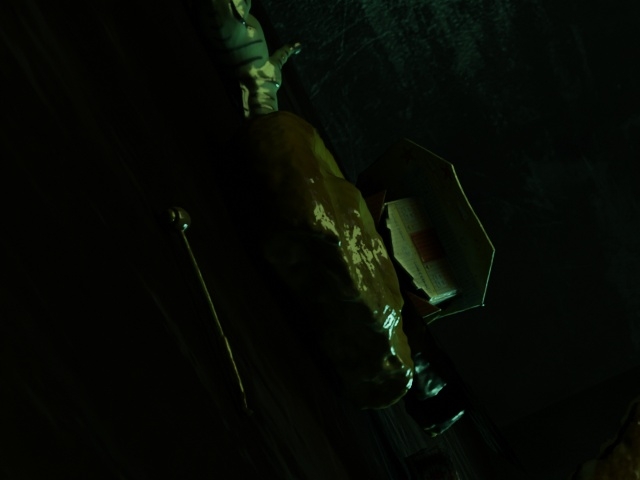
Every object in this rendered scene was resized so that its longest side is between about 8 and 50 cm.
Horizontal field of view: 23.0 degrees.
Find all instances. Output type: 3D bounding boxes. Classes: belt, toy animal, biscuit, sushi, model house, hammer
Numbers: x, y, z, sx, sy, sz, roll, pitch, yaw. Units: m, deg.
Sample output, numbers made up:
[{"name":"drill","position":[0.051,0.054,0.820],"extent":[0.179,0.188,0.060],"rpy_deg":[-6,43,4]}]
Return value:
[{"name":"belt","position":[0.147,0.313,1.557],"extent":[0.071,0.053,0.232],"rpy_deg":[75,-9,-75]},{"name":"toy animal","position":[-0.077,-0.193,1.602],"extent":[0.217,0.073,0.176],"rpy_deg":[59,21,-24]},{"name":"biscuit","position":[0.001,-0.001,1.297],"extent":[0.274,0.091,0.213],"rpy_deg":[57,11,-51]},{"name":"sushi","position":[0.084,0.116,1.547],"extent":[0.294,0.059,0.292],"rpy_deg":[55,-2,-1]},{"name":"model house","position":[0.066,0.009,1.810],"extent":[0.136,0.207,0.219],"rpy_deg":[-16,80,-49]},{"name":"hammer","position":[-0.059,0.036,0.841],"extent":[0.123,0.014,0.029],"rpy_deg":[68,13,17]}]

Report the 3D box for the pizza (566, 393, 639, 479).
[{"name":"pizza","position":[0.248,0.338,1.385],"extent":[0.114,0.278,0.409],"rpy_deg":[146,-57,-81]}]
